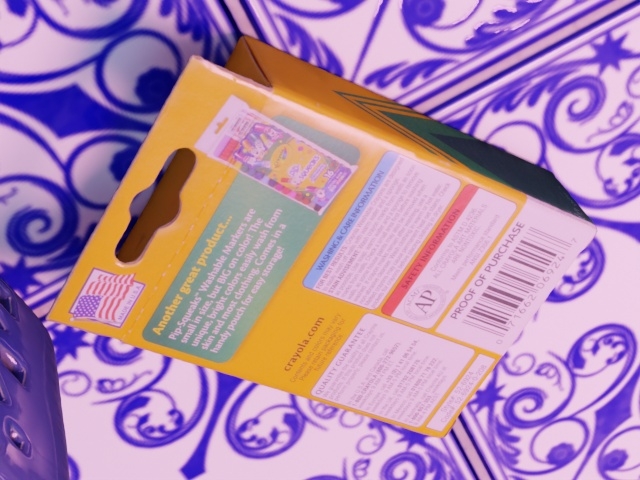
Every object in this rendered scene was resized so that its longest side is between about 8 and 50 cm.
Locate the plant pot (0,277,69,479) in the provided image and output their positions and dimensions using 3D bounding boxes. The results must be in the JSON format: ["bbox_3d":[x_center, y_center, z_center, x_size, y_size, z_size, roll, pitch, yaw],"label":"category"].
[{"bbox_3d":[-0.300,0.092,0.725,0.236,0.236,0.212,-27,121,1],"label":"plant pot"}]

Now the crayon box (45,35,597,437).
[{"bbox_3d":[0.000,0.000,0.848,0.323,0.083,0.203,20,115,-29],"label":"crayon box"}]
